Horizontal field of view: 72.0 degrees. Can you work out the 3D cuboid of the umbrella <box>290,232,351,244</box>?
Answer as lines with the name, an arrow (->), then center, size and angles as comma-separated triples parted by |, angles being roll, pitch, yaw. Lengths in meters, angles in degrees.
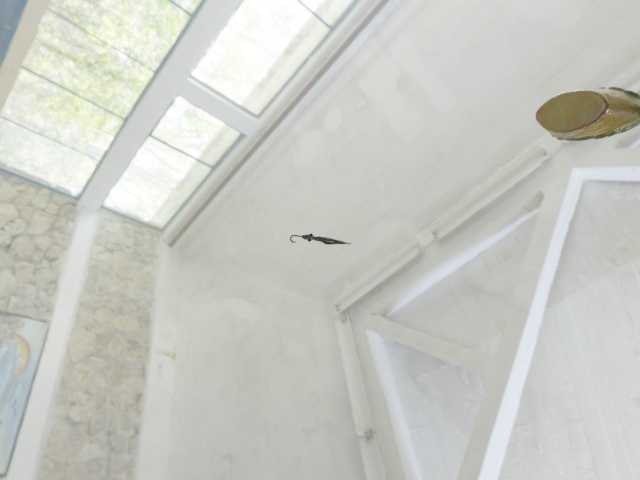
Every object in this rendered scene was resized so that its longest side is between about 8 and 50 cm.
umbrella -> 0.000, -0.003, 0.868 | 0.013, 0.122, 0.022 | 42, 51, -83

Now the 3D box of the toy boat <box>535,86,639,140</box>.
toy boat -> 0.458, -0.212, 0.745 | 0.229, 0.088, 0.088 | -153, -113, -68
